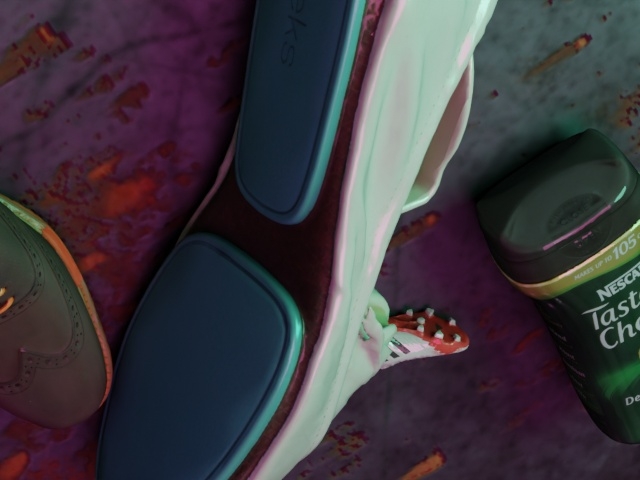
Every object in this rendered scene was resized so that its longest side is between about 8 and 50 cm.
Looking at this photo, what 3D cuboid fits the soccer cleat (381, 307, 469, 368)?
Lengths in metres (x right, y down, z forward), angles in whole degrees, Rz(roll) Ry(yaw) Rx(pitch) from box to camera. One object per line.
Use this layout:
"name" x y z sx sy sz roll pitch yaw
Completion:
"soccer cleat" 0.045 0.059 0.960 0.083 0.029 0.036 4 126 -18

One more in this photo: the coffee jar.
"coffee jar" 0.165 0.027 0.950 0.096 0.079 0.184 -34 124 2

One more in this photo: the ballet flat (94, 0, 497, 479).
"ballet flat" 0.000 0.000 0.860 0.139 0.139 0.400 10 114 -24

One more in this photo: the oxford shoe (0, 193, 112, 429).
"oxford shoe" -0.187 0.013 0.808 0.097 0.098 0.271 -34 124 2
